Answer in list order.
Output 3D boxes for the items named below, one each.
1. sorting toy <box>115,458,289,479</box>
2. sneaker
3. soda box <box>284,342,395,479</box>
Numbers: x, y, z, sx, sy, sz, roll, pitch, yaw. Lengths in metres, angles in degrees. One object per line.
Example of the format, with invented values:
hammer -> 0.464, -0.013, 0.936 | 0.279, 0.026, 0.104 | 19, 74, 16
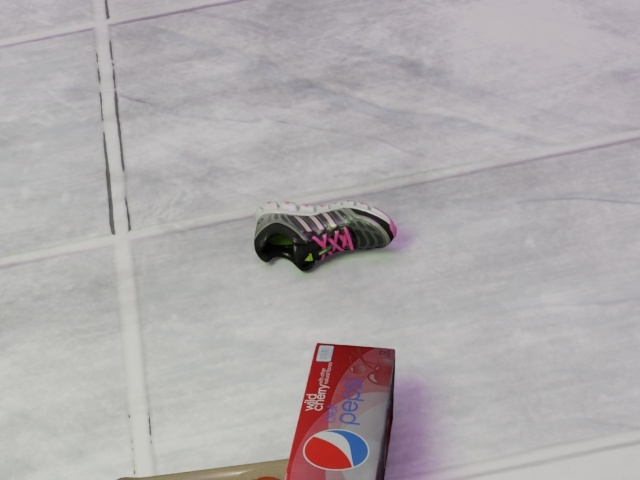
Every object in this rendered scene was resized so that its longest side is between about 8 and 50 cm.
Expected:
sorting toy -> -0.089, 0.337, 1.242 | 0.229, 0.041, 0.307 | -6, 49, 4
sneaker -> 0.000, 0.000, 1.510 | 0.170, 0.063, 0.075 | 3, 49, 17
soda box -> 0.018, 0.205, 1.254 | 0.083, 0.092, 0.263 | 5, 30, 7
